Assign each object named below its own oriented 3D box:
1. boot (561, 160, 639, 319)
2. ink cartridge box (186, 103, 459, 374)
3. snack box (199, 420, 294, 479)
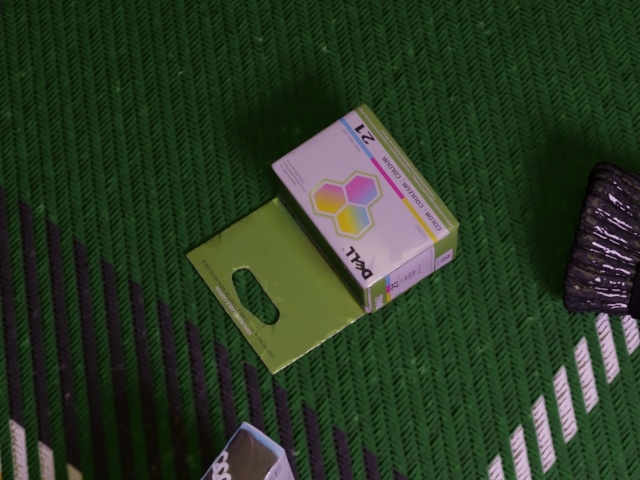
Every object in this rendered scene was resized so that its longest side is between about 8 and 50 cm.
[{"bbox_3d":[0.385,0.090,1.887,0.260,0.131,0.348,11,60,0],"label":"boot"},{"bbox_3d":[0.000,0.000,1.963,0.255,0.097,0.188,-34,71,-10],"label":"ink cartridge box"},{"bbox_3d":[-0.142,0.350,1.790,0.060,0.187,0.322,32,74,15],"label":"snack box"}]
